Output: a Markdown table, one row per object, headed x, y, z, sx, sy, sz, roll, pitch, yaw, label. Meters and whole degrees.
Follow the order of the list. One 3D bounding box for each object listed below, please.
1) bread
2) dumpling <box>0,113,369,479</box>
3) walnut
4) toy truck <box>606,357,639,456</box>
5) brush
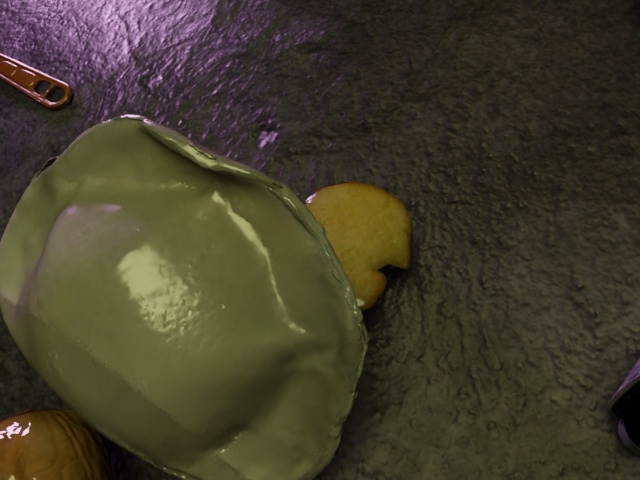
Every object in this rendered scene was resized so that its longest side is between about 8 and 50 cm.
| x | y | z | sx | sy | sz | roll | pitch | yaw | label |
| --- | --- | --- | --- | --- | --- | --- | --- | --- | --- |
| 0.000 | 0.000 | 0.546 | 0.187 | 0.065 | 0.149 | 25 | 62 | 25 | bread |
| -0.129 | 0.036 | 0.455 | 0.341 | 0.181 | 0.260 | 42 | 116 | 37 | dumpling |
| -0.234 | 0.225 | 0.444 | 0.144 | 0.144 | 0.180 | -10 | 68 | 7 | walnut |
| 0.347 | 0.146 | 0.374 | 0.253 | 0.114 | 0.124 | 33 | 62 | 24 | toy truck |
| -0.461 | -0.253 | 0.786 | 0.314 | 0.017 | 0.090 | 28 | 76 | 22 | brush |
